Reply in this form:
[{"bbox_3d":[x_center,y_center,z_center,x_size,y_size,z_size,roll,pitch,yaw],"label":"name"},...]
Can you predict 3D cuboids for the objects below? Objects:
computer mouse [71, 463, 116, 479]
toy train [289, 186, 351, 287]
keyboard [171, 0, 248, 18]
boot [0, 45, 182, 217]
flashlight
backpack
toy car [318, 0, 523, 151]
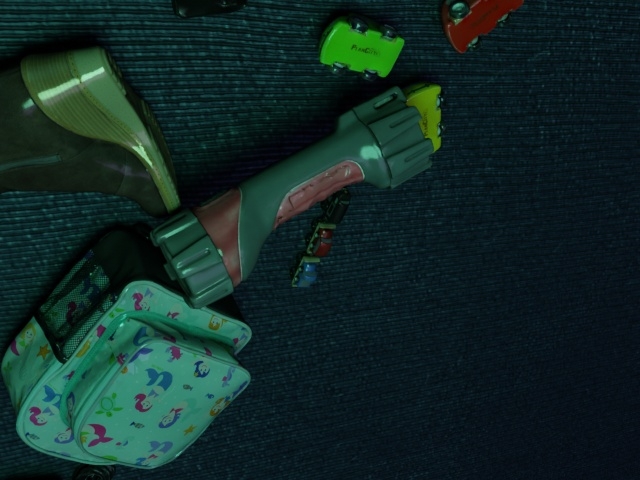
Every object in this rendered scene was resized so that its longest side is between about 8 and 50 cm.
[{"bbox_3d":[-0.399,0.363,1.286,0.272,0.072,0.188,-7,131,-56],"label":"computer mouse"},{"bbox_3d":[0.000,0.000,1.255,0.027,0.036,0.158,2,127,-36],"label":"toy train"},{"bbox_3d":[-0.100,-0.295,0.924,0.100,0.038,0.192,-5,136,0],"label":"keyboard"},{"bbox_3d":[-0.262,-0.078,0.992,0.206,0.090,0.248,-20,143,3],"label":"boot"},{"bbox_3d":[-0.023,-0.040,1.061,0.304,0.103,0.103,-28,149,-13],"label":"flashlight"},{"bbox_3d":[-0.219,0.142,1.136,0.253,0.191,0.225,-42,140,15],"label":"backpack"},{"bbox_3d":[0.086,-0.207,1.108,0.225,0.053,0.239,6,124,-37],"label":"toy car"}]
